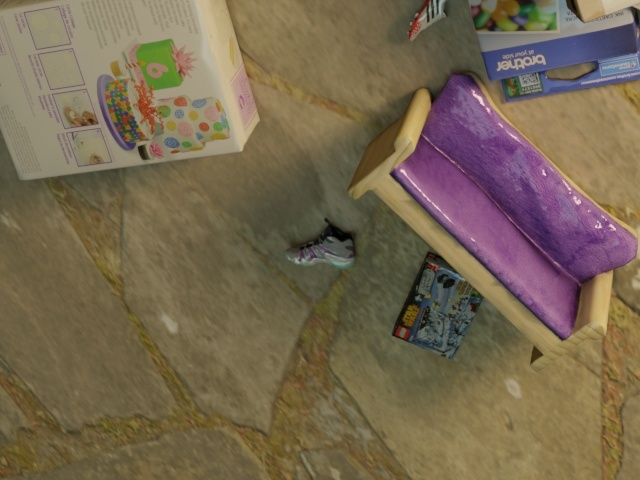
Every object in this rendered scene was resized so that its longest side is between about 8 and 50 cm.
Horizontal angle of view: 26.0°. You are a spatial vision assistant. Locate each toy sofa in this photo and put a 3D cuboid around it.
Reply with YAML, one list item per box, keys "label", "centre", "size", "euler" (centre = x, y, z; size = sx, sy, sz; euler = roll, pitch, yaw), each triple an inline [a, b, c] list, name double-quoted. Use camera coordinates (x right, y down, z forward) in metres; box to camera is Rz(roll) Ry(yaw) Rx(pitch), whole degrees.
- label: "toy sofa"
  centre: [0.225, -0.027, 1.742]
  size: [0.362, 0.150, 0.177]
  euler: [43, 122, -11]

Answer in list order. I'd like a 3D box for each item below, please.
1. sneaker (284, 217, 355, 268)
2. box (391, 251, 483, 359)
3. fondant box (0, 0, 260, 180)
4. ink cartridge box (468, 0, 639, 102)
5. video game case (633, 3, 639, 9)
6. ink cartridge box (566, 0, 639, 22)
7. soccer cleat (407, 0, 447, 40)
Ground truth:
- label: "sneaker"
  centre: [0.000, 0.000, 1.887]
  size: [0.098, 0.038, 0.069]
  euler: [3, 119, 3]
- label: "box"
  centre: [0.164, 0.091, 1.899]
  size: [0.094, 0.027, 0.137]
  euler: [22, 123, 0]
- label: "fondant box"
  centre: [-0.270, -0.219, 1.797]
  size: [0.330, 0.096, 0.238]
  euler: [-6, 118, 19]
- label: "ink cartridge box"
  centre: [0.264, -0.306, 1.622]
  size: [0.186, 0.065, 0.311]
  euler: [-8, 119, 20]
- label: "video game case"
  centre: [0.394, -0.316, 1.571]
  size: [0.087, 0.011, 0.122]
  euler: [20, 106, -19]
- label: "ink cartridge box"
  centre: [0.358, -0.366, 1.488]
  size: [0.235, 0.088, 0.193]
  euler: [-20, 109, 7]
- label: "soccer cleat"
  centre: [0.135, -0.274, 1.693]
  size: [0.036, 0.029, 0.083]
  euler: [31, 118, 1]
